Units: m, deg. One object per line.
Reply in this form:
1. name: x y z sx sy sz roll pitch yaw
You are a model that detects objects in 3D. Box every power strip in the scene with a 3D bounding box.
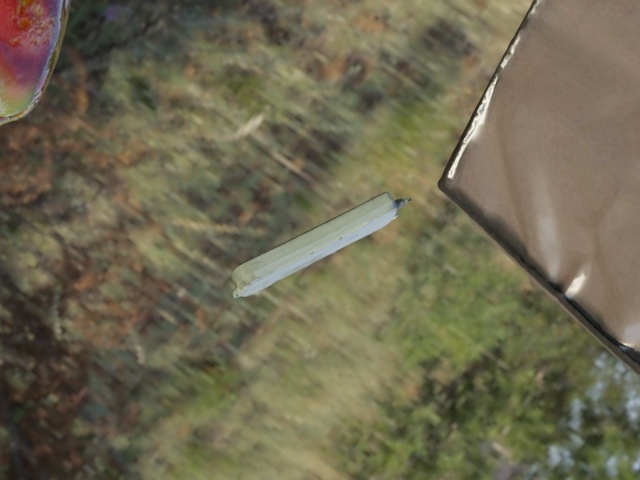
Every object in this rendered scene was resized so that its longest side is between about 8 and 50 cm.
1. power strip: 0.000 0.000 1.543 0.227 0.029 0.080 -27 171 -11

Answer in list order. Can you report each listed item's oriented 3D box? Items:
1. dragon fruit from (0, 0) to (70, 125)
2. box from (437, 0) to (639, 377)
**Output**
1. dragon fruit: -0.255 -0.149 0.831 0.269 0.200 0.198 -17 -179 24
2. box: 0.203 -0.075 0.653 0.153 0.188 0.252 -15 142 -46
